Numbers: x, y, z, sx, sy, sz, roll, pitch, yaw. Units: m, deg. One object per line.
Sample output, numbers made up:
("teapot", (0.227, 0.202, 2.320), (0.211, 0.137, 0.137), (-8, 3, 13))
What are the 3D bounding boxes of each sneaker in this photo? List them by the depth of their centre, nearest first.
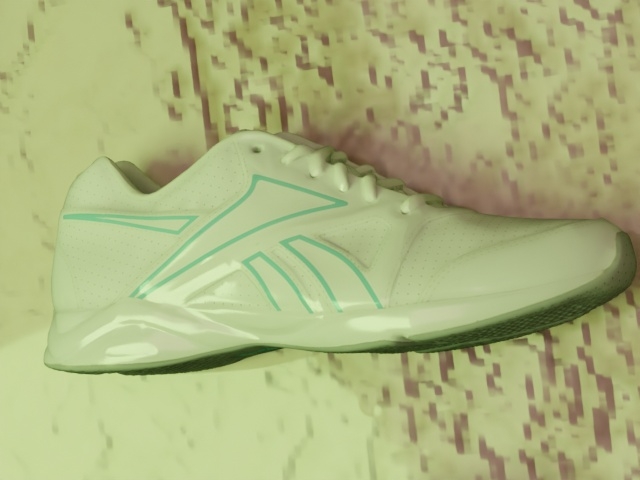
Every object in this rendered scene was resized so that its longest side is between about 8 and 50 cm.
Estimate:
("sneaker", (0.000, 0.000, 0.440), (0.152, 0.054, 0.061), (-4, 83, 18))
